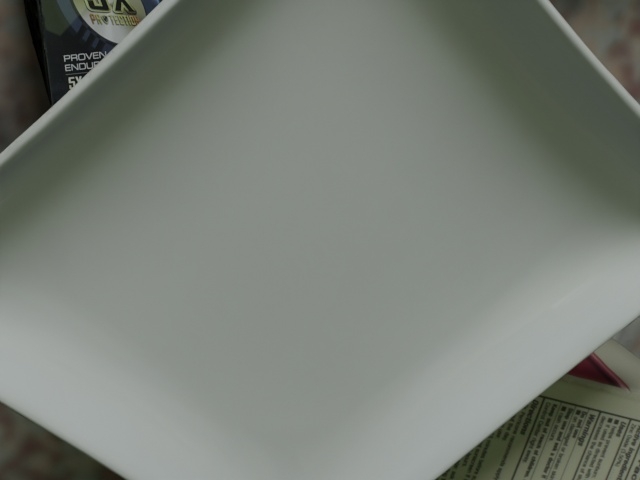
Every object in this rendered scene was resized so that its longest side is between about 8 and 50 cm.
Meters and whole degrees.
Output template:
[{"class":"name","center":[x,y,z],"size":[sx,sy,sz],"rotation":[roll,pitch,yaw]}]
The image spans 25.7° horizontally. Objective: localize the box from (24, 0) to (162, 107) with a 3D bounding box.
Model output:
[{"class":"box","center":[-0.061,-0.124,0.641],"size":[0.147,0.180,0.077],"rotation":[-8,111,-11]}]

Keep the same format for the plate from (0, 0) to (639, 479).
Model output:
[{"class":"plate","center":[0.000,0.000,0.597],"size":[0.277,0.045,0.278],"rotation":[-41,126,13]}]

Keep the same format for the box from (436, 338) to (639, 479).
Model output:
[{"class":"box","center":[0.059,0.109,0.777],"size":[0.232,0.127,0.148],"rotation":[16,103,-19]}]
